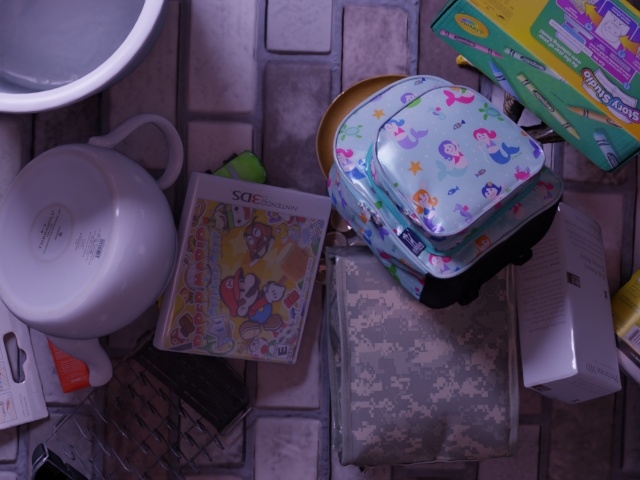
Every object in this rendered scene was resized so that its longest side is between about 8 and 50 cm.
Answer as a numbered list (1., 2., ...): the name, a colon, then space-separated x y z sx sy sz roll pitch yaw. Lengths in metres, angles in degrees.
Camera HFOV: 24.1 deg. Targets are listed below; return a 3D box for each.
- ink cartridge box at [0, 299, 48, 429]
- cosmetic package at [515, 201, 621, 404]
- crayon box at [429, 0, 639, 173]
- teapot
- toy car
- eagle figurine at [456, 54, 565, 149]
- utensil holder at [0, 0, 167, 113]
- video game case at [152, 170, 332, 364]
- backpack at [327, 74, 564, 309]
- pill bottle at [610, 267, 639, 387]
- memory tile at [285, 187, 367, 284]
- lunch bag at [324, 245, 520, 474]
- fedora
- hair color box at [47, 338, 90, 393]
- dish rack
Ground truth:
1. ink cartridge box: -0.487 0.172 1.956 0.225 0.056 0.181 -14 96 -21
2. cosmetic package: 0.309 0.080 1.905 0.085 0.117 0.231 -21 63 34
3. crayon box: 0.287 -0.231 1.766 0.278 0.081 0.165 39 58 -4
4. teapot: -0.263 0.005 1.833 0.256 0.187 0.252 -35 60 24
5. toy car: -0.171 -0.041 1.946 0.225 0.053 0.239 -34 97 0
6. eagle figurine: 0.249 -0.260 1.892 0.225 0.226 0.298 -3 101 17
7. utensil holder: -0.327 -0.312 1.745 0.327 0.385 0.327 0 95 -3
8. video game case: -0.096 0.039 1.912 0.206 0.026 0.227 10 97 -33
9. backpack: 0.135 -0.076 1.797 0.225 0.191 0.253 -35 65 -19
10. pill bottle: 0.454 0.083 1.967 0.119 0.119 0.208 44 91 -6
11. memory tile: 0.000 0.000 1.982 0.148 0.012 0.113 19 94 -5
12. lunch bag: 0.129 0.149 1.925 0.235 0.169 0.287 -2 94 -6
13. fedora: 0.092 -0.125 1.944 0.194 0.079 0.194 0 95 -3
14. hair color box: -0.329 0.120 1.940 0.043 0.072 0.141 -17 97 -1
15. dish rack: -0.221 0.250 1.927 0.271 0.074 0.208 -46 121 0
